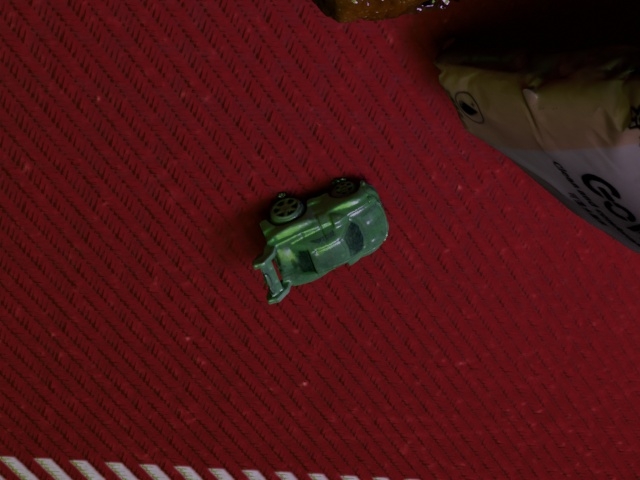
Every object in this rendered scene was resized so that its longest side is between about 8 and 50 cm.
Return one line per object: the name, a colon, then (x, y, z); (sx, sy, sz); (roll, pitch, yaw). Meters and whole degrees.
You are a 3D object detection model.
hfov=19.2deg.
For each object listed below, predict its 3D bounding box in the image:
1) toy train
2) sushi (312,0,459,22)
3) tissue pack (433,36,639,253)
toy train: (0.000, 0.000, 2.013); (0.149, 0.081, 0.099); (-19, 129, 1)
sushi: (0.017, -0.318, 1.734); (0.140, 0.149, 0.287); (-31, 104, -11)
tissue pack: (0.345, -0.095, 1.870); (0.375, 0.390, 0.195); (32, 80, -35)
